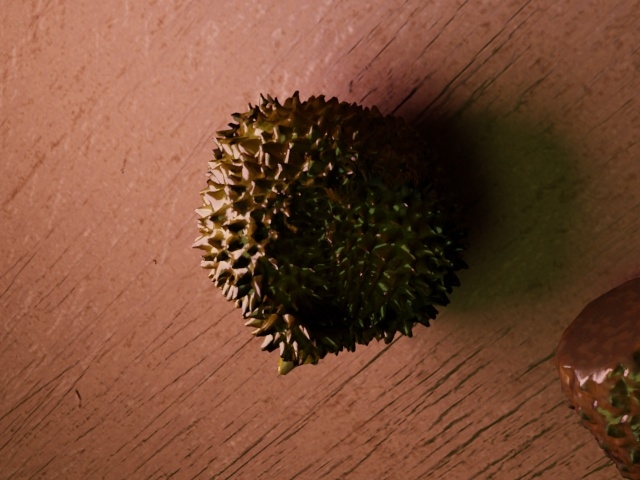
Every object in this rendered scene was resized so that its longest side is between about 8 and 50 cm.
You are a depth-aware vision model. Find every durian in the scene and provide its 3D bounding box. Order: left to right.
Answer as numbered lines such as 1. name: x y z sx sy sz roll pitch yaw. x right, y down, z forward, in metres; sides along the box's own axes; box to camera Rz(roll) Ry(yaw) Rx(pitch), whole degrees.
1. durian: 0.009 -0.008 1.833 0.258 0.258 0.293 9 142 37

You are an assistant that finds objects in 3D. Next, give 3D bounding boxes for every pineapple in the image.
1. pineapple: 0.340 0.200 1.768 0.169 0.169 0.340 -9 120 44
